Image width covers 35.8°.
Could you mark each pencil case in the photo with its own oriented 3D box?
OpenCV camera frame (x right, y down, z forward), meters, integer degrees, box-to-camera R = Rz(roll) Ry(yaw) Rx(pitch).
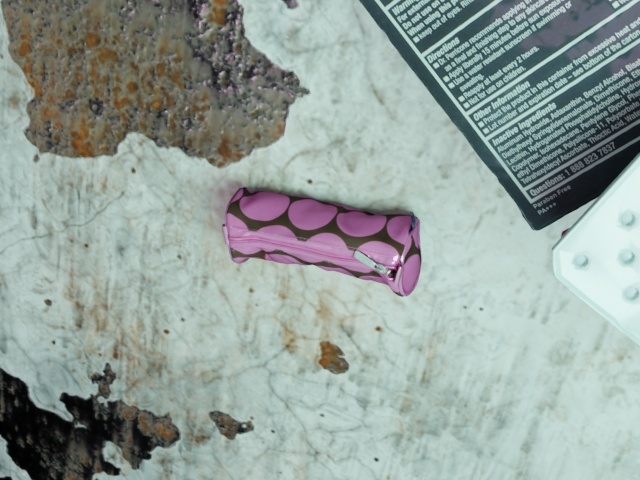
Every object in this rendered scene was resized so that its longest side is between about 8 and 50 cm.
[{"bbox_3d":[0.000,0.000,1.022,0.209,0.098,0.095,9,121,17],"label":"pencil case"}]

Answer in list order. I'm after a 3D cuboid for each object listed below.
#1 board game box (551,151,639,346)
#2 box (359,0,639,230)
[{"bbox_3d":[0.422,-0.011,0.644,0.390,0.050,0.390,38,110,-3],"label":"board game box"},{"bbox_3d":[0.209,-0.222,0.761,0.296,0.183,0.294,-33,104,31],"label":"box"}]
